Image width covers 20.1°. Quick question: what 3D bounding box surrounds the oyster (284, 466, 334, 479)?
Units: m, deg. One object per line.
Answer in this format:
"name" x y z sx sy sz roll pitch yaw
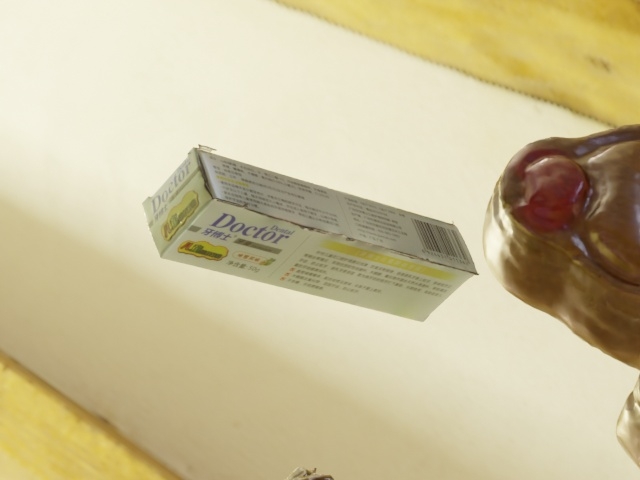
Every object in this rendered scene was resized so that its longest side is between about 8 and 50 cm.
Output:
"oyster" -0.090 0.301 1.308 0.337 0.133 0.198 -56 180 27

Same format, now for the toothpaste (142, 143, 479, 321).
"toothpaste" 0.000 0.000 0.828 0.046 0.164 0.034 -46 -133 31

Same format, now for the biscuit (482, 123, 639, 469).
"biscuit" 0.273 0.035 0.949 0.381 0.074 0.359 18 -146 -2
